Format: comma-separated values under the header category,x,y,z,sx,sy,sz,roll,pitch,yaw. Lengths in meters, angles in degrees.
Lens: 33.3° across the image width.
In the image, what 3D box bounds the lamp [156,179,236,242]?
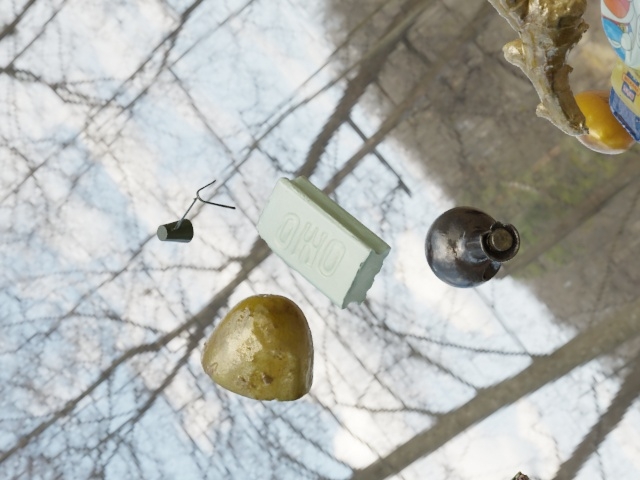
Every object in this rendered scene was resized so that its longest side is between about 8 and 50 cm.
category,x,y,z,sx,sy,sz,roll,pitch,yaw
lamp,-0.162,-0.029,1.308,0.054,0.121,0.041,-7,-111,-45

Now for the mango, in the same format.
category,x,y,z,sx,sy,sz,roll,pitch,yaw
mango,0.534,-0.224,2.009,0.141,0.102,0.217,44,-153,-1

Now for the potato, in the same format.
category,x,y,z,sx,sy,sz,roll,pitch,yaw
potato,-0.098,0.166,1.863,0.204,0.158,0.178,24,-145,17

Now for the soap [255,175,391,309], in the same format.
category,x,y,z,sx,sy,sz,roll,pitch,yaw
soap,0.000,0.000,1.604,0.198,0.114,0.063,39,-152,27

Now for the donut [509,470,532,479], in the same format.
category,x,y,z,sx,sy,sz,roll,pitch,yaw
donut,0.340,0.504,1.771,0.235,0.089,0.235,-17,-90,-87

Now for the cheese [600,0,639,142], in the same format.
category,x,y,z,sx,sy,sz,roll,pitch,yaw
cheese,0.385,-0.239,1.275,0.270,0.069,0.177,83,167,-45

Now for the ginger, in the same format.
category,x,y,z,sx,sy,sz,roll,pitch,yaw
ginger,0.353,-0.306,1.675,0.081,0.148,0.333,-90,-19,-52

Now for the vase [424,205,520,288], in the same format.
category,x,y,z,sx,sy,sz,roll,pitch,yaw
vase,0.219,0.006,1.503,0.120,0.120,0.183,49,167,-5
